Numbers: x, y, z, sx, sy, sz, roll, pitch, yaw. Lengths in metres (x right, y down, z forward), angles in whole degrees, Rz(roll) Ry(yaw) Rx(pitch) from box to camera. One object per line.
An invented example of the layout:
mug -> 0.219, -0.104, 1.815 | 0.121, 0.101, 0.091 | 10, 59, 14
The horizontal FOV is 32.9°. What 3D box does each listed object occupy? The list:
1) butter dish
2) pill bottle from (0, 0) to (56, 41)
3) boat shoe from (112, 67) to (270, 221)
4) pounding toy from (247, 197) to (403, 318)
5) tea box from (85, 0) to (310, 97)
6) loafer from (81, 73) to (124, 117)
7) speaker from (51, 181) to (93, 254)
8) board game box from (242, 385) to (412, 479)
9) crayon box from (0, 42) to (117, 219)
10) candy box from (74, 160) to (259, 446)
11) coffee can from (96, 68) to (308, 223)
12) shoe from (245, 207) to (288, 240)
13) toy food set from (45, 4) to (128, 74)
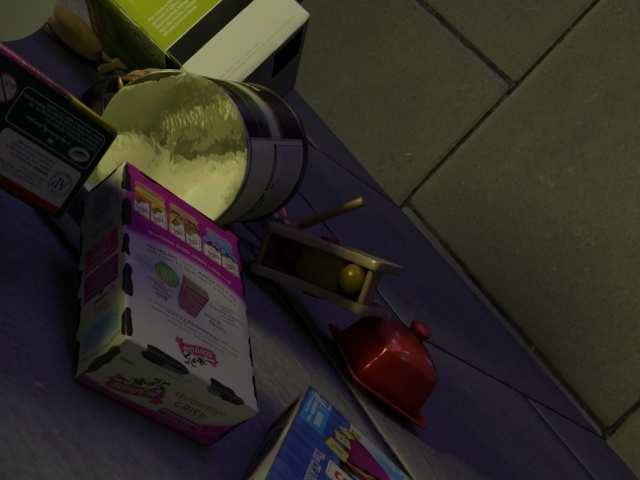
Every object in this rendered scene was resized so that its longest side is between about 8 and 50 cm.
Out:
butter dish -> 0.109, 0.162, 1.545 | 0.160, 0.118, 0.160 | 37, 11, -28
pill bottle -> -0.470, -0.400, 1.476 | 0.169, 0.169, 0.301 | 30, 16, -51
boat shoe -> -0.197, -0.141, 1.649 | 0.324, 0.123, 0.116 | 39, 16, 14
pounding toy -> 0.000, 0.000, 1.547 | 0.154, 0.155, 0.269 | 16, 4, -45
tea box -> -0.214, -0.360, 1.851 | 0.323, 0.220, 0.329 | 45, -13, 5
loafer -> -0.301, -0.189, 1.563 | 0.062, 0.061, 0.170 | 36, 14, -40
speaker -> -0.240, -0.015, 1.129 | 0.136, 0.055, 0.055 | 48, 12, 23
board game box -> 0.065, 0.300, 0.984 | 0.318, 0.066, 0.319 | 43, 11, -1
crayon box -> -0.394, -0.188, 0.932 | 0.363, 0.106, 0.313 | 35, -2, -41
candy box -> -0.145, 0.056, 1.011 | 0.159, 0.071, 0.233 | 36, 27, -35
coffee can -> -0.147, -0.115, 1.433 | 0.201, 0.201, 0.275 | 44, 13, 7
shoe -> -0.118, -0.069, 1.779 | 0.178, 0.063, 0.081 | 49, 9, 2
toy food set -> -0.419, -0.344, 1.827 | 0.192, 0.038, 0.132 | 48, 17, -4
